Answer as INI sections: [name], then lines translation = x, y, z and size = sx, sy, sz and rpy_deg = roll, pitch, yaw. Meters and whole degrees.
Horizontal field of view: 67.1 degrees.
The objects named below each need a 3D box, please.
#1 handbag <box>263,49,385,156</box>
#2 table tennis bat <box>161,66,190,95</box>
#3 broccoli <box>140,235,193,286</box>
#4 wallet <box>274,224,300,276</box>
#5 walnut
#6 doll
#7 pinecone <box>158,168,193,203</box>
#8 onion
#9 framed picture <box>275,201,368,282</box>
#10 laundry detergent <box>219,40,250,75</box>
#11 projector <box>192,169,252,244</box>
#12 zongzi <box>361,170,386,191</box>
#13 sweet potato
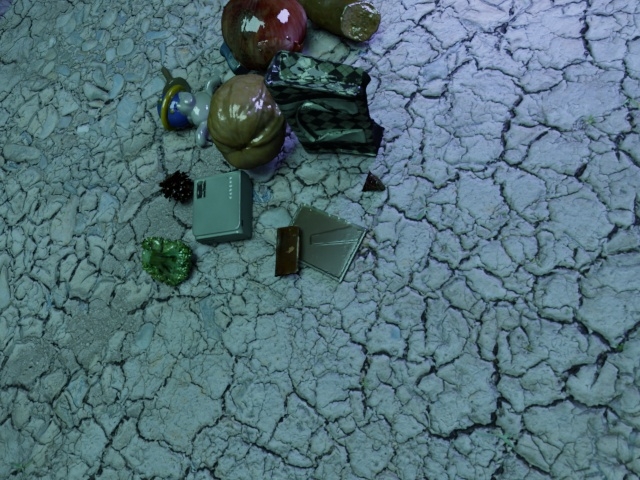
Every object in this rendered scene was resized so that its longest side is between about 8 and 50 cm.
[handbag]
translation = 0.038, -0.423, 1.572
size = 0.317, 0.416, 0.180
rpy_deg = 12, 76, 21
[table tennis bat]
translation = -0.647, -0.678, 2.123
size = 0.131, 0.022, 0.234
rpy_deg = -34, 67, 7
[broccoli]
translation = -0.577, 0.060, 1.755
size = 0.194, 0.194, 0.220
rpy_deg = -46, 70, 1
[wallet]
translation = -0.113, 0.036, 1.667
size = 0.095, 0.026, 0.176
rpy_deg = -9, 67, 24
[walnut]
translation = -0.259, -0.437, 1.747
size = 0.306, 0.306, 0.344
rpy_deg = -3, 48, 19
[doll]
translation = -0.532, -0.569, 1.967
size = 0.243, 0.159, 0.311
rpy_deg = 17, 76, 25
[pinecone]
translation = -0.557, -0.204, 1.875
size = 0.140, 0.140, 0.121
rpy_deg = -41, 97, 3
[onion]
translation = -0.212, -0.814, 1.865
size = 0.354, 0.353, 0.353
rpy_deg = -6, 71, 18
[framed picture]
translation = 0.000, 0.000, 1.665
size = 0.281, 0.019, 0.209
rpy_deg = 26, 82, 25
[laundry detergent]
translation = -0.362, -0.782, 2.031
size = 0.097, 0.061, 0.206
rpy_deg = -36, 64, 8
[projector]
translation = -0.361, -0.120, 1.786
size = 0.198, 0.108, 0.250
rpy_deg = -9, 71, 16
[zongzi]
translation = 0.177, -0.207, 1.654
size = 0.083, 0.067, 0.073
rpy_deg = -1, 78, 37
[sweet potato]
translation = 0.060, -0.880, 1.873
size = 0.370, 0.158, 0.158
rpy_deg = 37, 87, 33
